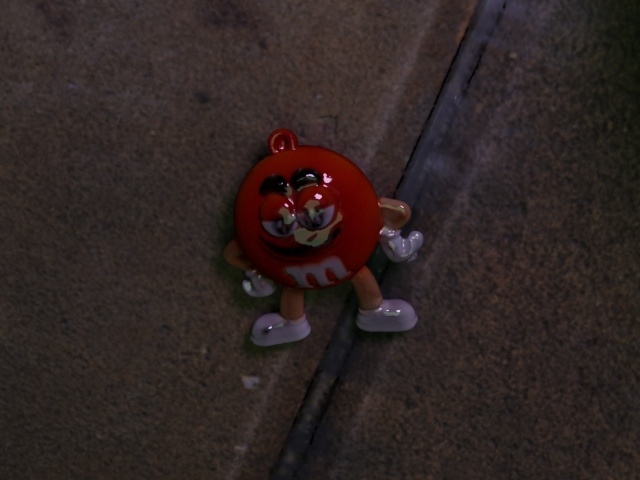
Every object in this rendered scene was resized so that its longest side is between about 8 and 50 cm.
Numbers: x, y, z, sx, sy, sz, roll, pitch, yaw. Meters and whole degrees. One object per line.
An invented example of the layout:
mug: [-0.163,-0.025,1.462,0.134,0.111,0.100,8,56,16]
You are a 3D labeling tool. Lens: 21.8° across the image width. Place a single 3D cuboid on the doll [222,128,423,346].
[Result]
doll: [0.000,0.000,1.486,0.183,0.085,0.217,-6,122,5]
